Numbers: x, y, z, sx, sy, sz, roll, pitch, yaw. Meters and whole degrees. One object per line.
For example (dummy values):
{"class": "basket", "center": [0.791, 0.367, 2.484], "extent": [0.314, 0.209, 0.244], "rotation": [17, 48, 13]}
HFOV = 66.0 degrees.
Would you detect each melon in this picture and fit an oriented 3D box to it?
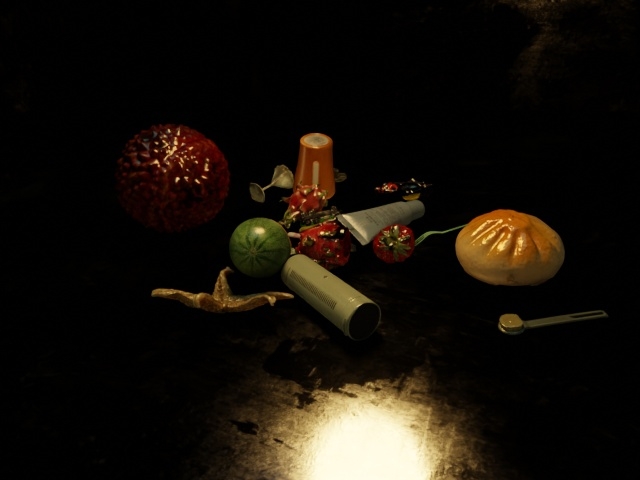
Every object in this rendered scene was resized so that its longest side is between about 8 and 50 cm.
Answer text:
{"class": "melon", "center": [-0.178, 0.022, 1.468], "extent": [0.182, 0.182, 0.288], "rotation": [-9, -1, -4]}

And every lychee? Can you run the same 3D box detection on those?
{"class": "lychee", "center": [-0.552, -0.229, 1.871], "extent": [0.425, 0.424, 0.500], "rotation": [-8, 2, -3]}

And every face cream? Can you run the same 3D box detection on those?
{"class": "face cream", "center": [0.220, -0.073, 1.662], "extent": [0.385, 0.086, 0.135], "rotation": [-18, 57, -44]}

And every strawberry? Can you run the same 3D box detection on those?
{"class": "strawberry", "center": [0.226, 0.017, 1.525], "extent": [0.131, 0.148, 0.131], "rotation": [-2, 64, 5]}

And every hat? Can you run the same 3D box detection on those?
{"class": "hat", "center": [0.060, -0.304, 2.261], "extent": [0.121, 0.050, 0.121], "rotation": [-3, 25, 1]}

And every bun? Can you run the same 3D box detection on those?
{"class": "bun", "center": [0.538, 0.001, 1.410], "extent": [0.299, 0.164, 0.299], "rotation": [-7, 26, 3]}

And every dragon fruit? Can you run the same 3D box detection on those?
{"class": "dragon fruit", "center": [-0.076, -0.131, 1.867], "extent": [0.236, 0.135, 0.137], "rotation": [-35, 40, -15]}
{"class": "dragon fruit", "center": [0.005, 0.010, 1.529], "extent": [0.172, 0.160, 0.166], "rotation": [2, 69, 22]}

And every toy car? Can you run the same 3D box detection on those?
{"class": "toy car", "center": [0.003, -0.075, 1.797], "extent": [0.165, 0.062, 0.071], "rotation": [-13, 28, -12]}

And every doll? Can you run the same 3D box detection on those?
{"class": "doll", "center": [0.339, -0.201, 1.963], "extent": [0.249, 0.088, 0.127], "rotation": [4, 47, 39]}

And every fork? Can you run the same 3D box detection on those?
{"class": "fork", "center": [0.406, -0.036, 1.579], "extent": [0.235, 0.021, 0.039], "rotation": [-22, 24, 20]}

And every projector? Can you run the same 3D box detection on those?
{"class": "projector", "center": [0.017, 0.141, 1.310], "extent": [0.108, 0.108, 0.337], "rotation": [-21, 30, -27]}

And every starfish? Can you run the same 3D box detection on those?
{"class": "starfish", "center": [-0.269, 0.152, 1.359], "extent": [0.375, 0.094, 0.327], "rotation": [1, 9, -17]}

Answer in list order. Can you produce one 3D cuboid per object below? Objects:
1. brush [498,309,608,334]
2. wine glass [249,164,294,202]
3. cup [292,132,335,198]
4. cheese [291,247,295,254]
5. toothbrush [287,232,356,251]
{"class": "brush", "center": [0.559, 0.187, 1.181], "extent": [0.266, 0.027, 0.062], "rotation": [-7, 27, -2]}
{"class": "wine glass", "center": [-0.216, -0.241, 2.138], "extent": [0.122, 0.122, 0.183], "rotation": [18, 41, 40]}
{"class": "cup", "center": [-0.022, -0.286, 2.031], "extent": [0.183, 0.263, 0.226], "rotation": [1, 37, -3]}
{"class": "cheese", "center": [-0.134, 0.049, 1.619], "extent": [0.121, 0.026, 0.067], "rotation": [-22, 31, -28]}
{"class": "toothbrush", "center": [0.000, 0.000, 1.691], "extent": [0.287, 0.025, 0.020], "rotation": [12, 32, 34]}
